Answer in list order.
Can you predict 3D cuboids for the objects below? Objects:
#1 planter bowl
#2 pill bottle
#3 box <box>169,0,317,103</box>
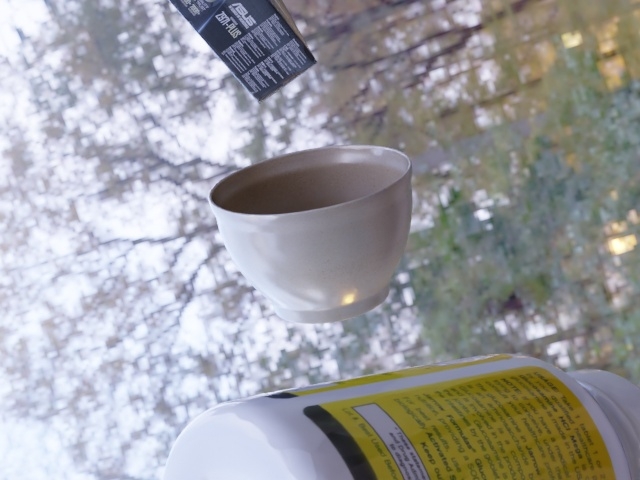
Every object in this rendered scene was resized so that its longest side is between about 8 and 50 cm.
[{"bbox_3d":[0.000,0.000,1.013,0.162,0.162,0.109,-62,-35,-66],"label":"planter bowl"},{"bbox_3d":[0.079,0.174,0.822,0.334,0.188,0.188,-5,-104,-39],"label":"pill bottle"},{"bbox_3d":[-0.098,-0.251,1.271,0.180,0.077,0.147,47,-168,-45],"label":"box"}]
